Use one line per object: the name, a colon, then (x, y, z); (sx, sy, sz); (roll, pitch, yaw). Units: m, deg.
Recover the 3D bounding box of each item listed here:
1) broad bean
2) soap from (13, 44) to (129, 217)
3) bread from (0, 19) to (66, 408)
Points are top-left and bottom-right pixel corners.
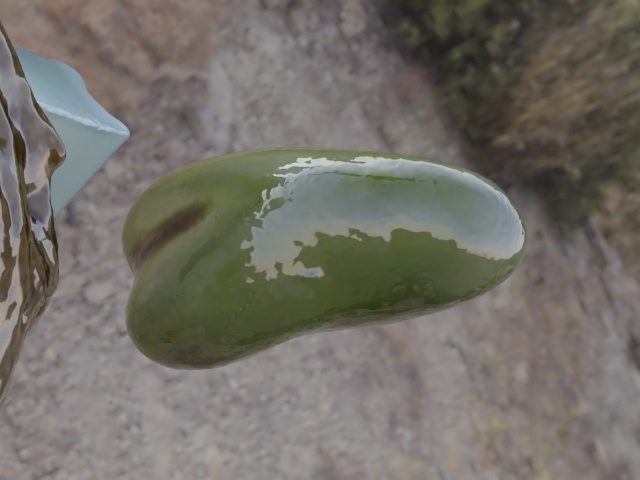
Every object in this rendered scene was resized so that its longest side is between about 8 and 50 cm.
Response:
broad bean: (0.000, 0.000, 1.121); (0.189, 0.263, 0.121); (92, -14, -63)
soap: (-0.205, -0.014, 0.903); (0.066, 0.198, 0.119); (49, 13, 21)
bread: (-0.156, -0.034, 0.470); (0.123, 0.230, 0.230); (-30, 94, -24)
